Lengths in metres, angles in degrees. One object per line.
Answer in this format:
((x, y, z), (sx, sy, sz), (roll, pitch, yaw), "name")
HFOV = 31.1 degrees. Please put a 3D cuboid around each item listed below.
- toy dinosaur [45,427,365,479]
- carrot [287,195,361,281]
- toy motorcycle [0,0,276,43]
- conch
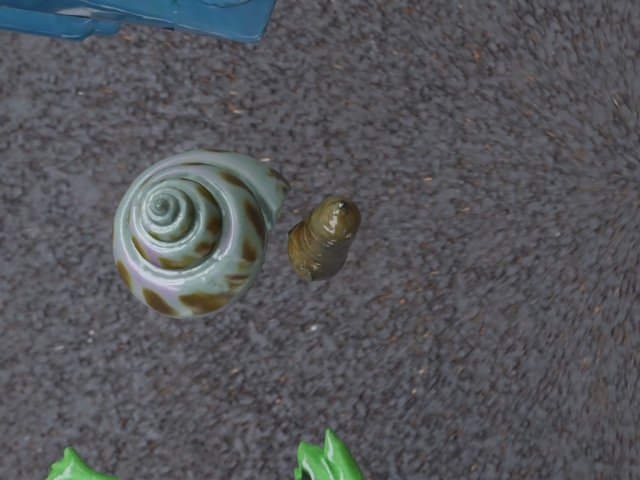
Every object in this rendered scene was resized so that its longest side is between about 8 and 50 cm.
((-0.027, 0.314, 0.725), (0.500, 0.374, 0.144), (41, 132, 25), "toy dinosaur")
((0.001, 0.000, 1.150), (0.070, 0.342, 0.070), (0, 83, -3), "carrot")
((-0.188, -0.120, 0.263), (0.232, 0.416, 0.172), (47, 118, 53), "toy motorcycle")
((-0.152, -0.021, 1.472), (0.249, 0.368, 0.197), (-46, 104, -5), "conch")
